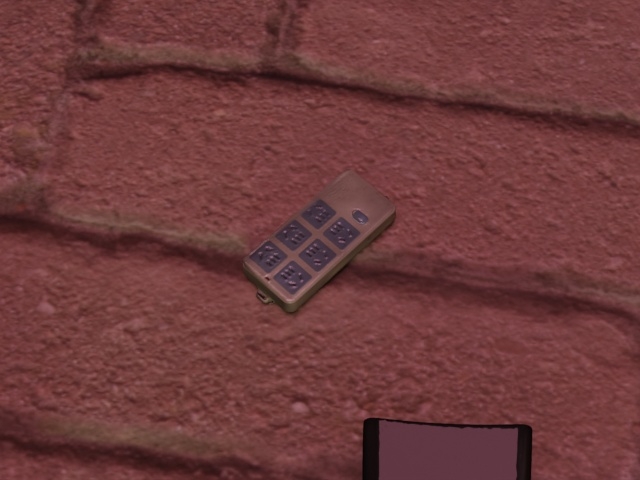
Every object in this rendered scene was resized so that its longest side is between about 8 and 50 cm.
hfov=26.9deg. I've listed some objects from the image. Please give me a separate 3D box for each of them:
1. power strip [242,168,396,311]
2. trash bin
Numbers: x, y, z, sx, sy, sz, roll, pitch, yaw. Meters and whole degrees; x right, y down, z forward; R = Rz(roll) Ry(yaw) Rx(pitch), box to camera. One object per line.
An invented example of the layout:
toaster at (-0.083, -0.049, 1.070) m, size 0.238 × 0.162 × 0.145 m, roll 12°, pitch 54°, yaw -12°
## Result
power strip at (0.000, 0.000, 1.505) m, size 0.192 × 0.035 × 0.081 m, roll -42°, pitch 67°, yaw -19°
trash bin at (0.119, 0.297, 1.287) m, size 0.165 × 0.115 × 0.225 m, roll 2°, pitch 64°, yaw 3°
